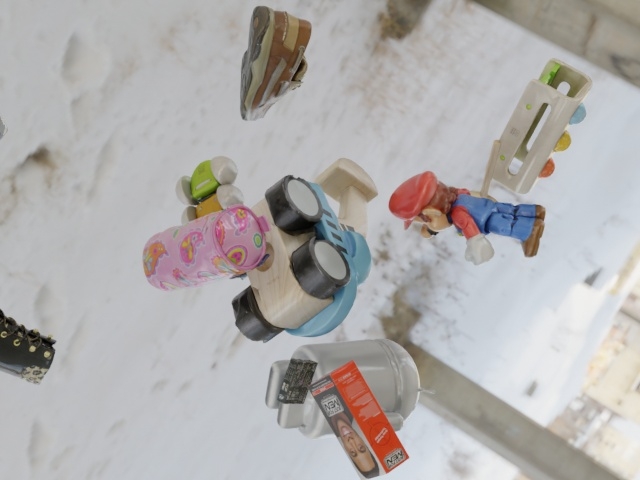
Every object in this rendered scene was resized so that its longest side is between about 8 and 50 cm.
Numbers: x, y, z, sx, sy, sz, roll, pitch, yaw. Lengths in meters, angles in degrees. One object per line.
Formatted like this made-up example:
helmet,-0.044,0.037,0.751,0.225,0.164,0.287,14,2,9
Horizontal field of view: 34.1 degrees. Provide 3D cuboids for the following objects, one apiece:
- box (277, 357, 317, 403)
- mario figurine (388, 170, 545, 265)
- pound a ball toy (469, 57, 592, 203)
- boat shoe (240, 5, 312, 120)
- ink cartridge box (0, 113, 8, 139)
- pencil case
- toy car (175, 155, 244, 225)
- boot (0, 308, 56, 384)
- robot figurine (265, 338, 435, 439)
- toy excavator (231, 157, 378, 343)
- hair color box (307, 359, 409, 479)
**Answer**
box,-0.042,0.259,1.919,0.067,0.018,0.083,12,98,-56
mario figurine,0.296,-0.035,2.177,0.198,0.320,0.170,43,62,-82
pound a ball toy,0.452,-0.201,2.241,0.208,0.135,0.319,-45,163,-45
boat shoe,-0.084,-0.315,1.951,0.324,0.119,0.123,118,-26,-69
ink cartridge box,-0.486,-0.111,1.277,0.223,0.045,0.224,-57,171,-18
pencil case,-0.207,0.017,1.861,0.284,0.124,0.124,-18,-158,50
toy car,-0.233,-0.093,2.379,0.159,0.182,0.136,-29,151,27
boot,-0.496,0.130,1.642,0.085,0.178,0.236,-88,-156,-48
robot figurine,0.063,0.314,2.234,0.353,0.300,0.200,-2,121,-24
toy excavator,0.000,0.000,2.097,0.222,0.433,0.445,-38,149,28
hair color box,0.047,0.229,1.318,0.043,0.141,0.072,-28,174,-32
